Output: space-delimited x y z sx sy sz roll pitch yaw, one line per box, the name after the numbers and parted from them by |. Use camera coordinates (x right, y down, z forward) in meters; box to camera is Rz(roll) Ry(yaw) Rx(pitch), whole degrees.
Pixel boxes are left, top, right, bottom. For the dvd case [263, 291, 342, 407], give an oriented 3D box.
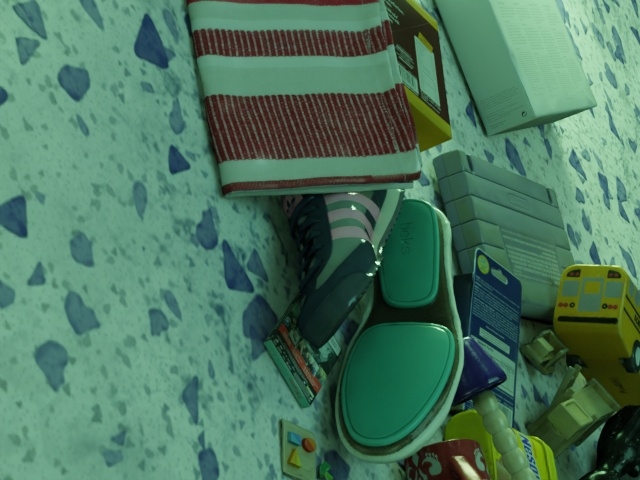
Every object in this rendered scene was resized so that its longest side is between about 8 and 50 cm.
-0.017 0.115 1.478 0.087 0.013 0.119 60 30 -15 | dvd case

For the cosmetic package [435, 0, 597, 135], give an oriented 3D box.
0.335 -0.336 2.332 0.377 0.097 0.284 -16 87 -62 | cosmetic package

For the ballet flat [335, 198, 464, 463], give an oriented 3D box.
0.102 0.122 1.580 0.139 0.139 0.400 49 32 -32 | ballet flat

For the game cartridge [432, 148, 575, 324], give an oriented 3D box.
0.290 0.006 2.053 0.355 0.068 0.230 15 62 -56 | game cartridge

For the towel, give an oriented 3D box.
-0.024 -0.208 1.534 0.237 0.037 0.329 -4 69 -19 | towel

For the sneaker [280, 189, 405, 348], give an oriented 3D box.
0.000 0.000 1.509 0.131 0.112 0.319 35 28 -7 | sneaker

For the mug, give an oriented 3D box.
0.168 0.311 1.530 0.113 0.150 0.169 12 54 -39 | mug

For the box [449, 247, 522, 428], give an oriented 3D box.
0.217 0.137 1.806 0.136 0.036 0.225 34 57 -47 | box

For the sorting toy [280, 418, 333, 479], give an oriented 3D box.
-0.012 0.222 1.410 0.083 0.012 0.062 33 43 -47 | sorting toy

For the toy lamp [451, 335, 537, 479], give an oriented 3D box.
0.220 0.244 1.607 0.080 0.080 0.274 0 60 -60 | toy lamp

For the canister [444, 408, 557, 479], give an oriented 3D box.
0.230 0.293 1.723 0.170 0.073 0.126 32 45 -46 | canister

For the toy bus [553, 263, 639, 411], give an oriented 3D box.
0.463 0.166 2.117 0.333 0.108 0.130 45 52 -51 | toy bus

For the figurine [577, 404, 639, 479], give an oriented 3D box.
0.456 0.366 1.899 0.215 0.092 0.209 44 41 6 | figurine

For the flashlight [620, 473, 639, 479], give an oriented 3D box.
0.444 0.414 1.997 0.103 0.103 0.304 51 27 -15 | flashlight

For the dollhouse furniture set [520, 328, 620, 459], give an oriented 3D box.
0.310 0.221 1.934 0.161 0.101 0.182 49 23 19 | dollhouse furniture set

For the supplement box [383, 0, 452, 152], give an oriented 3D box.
0.055 -0.225 1.724 0.191 0.129 0.194 34 43 -46 | supplement box
